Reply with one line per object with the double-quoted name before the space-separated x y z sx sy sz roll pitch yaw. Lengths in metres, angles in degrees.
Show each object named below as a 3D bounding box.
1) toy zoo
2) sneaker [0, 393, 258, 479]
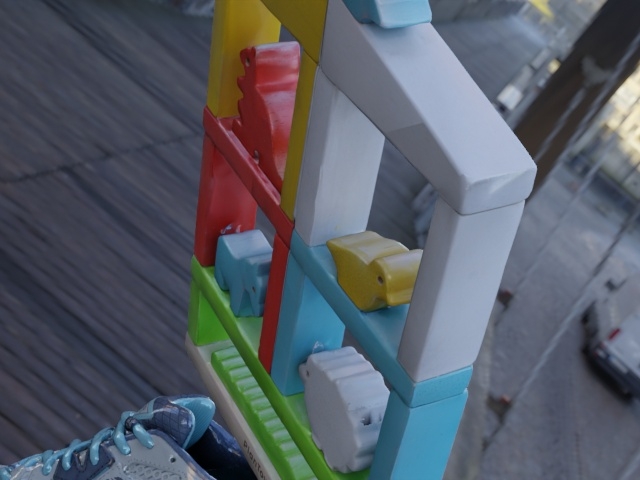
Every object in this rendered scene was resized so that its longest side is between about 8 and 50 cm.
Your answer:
"toy zoo" 0.000 0.000 0.474 0.030 0.293 0.192 -12 43 -26
"sneaker" -0.109 0.141 0.664 0.283 0.122 0.110 7 12 7
